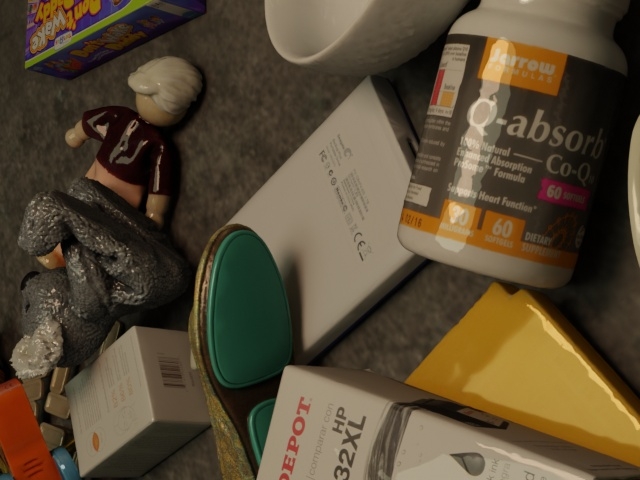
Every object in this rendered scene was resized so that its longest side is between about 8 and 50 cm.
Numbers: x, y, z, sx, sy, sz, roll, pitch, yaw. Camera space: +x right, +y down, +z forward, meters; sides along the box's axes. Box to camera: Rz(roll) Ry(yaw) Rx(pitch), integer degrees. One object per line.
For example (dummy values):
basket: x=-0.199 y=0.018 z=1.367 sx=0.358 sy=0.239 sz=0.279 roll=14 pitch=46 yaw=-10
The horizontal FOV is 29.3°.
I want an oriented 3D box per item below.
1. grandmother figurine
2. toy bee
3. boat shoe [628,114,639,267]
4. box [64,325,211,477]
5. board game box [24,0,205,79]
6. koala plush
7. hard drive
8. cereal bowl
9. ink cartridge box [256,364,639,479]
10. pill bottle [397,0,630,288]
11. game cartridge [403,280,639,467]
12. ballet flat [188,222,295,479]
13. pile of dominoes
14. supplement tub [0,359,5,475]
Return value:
grandmother figurine: x=-0.262 y=-0.097 z=1.628 sx=0.208 sy=0.104 sz=0.342 roll=38 pitch=111 yaw=16
toy bee: x=-0.376 y=0.325 z=1.569 sx=0.162 sy=0.195 sz=0.298 roll=164 pitch=104 yaw=-64
boat shoe: x=0.316 y=0.052 z=0.906 sx=0.113 sy=0.127 sz=0.340 roll=-18 pitch=71 yaw=44
box: x=-0.229 y=0.204 z=1.525 sx=0.170 sy=0.091 sz=0.130 roll=-39 pitch=56 yaw=37
board game box: x=-0.293 y=-0.388 z=1.728 sx=0.347 sy=0.078 sz=0.233 roll=-14 pitch=72 yaw=47
koala plush: x=-0.293 y=0.069 z=1.512 sx=0.203 sy=0.196 sz=0.221 roll=35 pitch=102 yaw=2
hard drive: x=0.000 y=0.000 z=1.342 sx=0.319 sy=0.040 sz=0.210 roll=-44 pitch=53 yaw=34
cereal bowl: x=0.082 y=-0.315 z=1.210 sx=0.339 sy=0.141 sz=0.339 roll=-38 pitch=43 yaw=47
ink cartridge box: x=0.091 y=0.249 z=1.004 sx=0.307 sy=0.129 sz=0.223 roll=15 pitch=92 yaw=40
pill bottle: x=0.175 y=-0.109 z=1.073 sx=0.162 sy=0.162 sz=0.278 roll=19 pitch=97 yaw=49
game cartridge: x=0.154 y=0.236 z=1.073 sx=0.323 sy=0.053 sz=0.285 roll=-50 pitch=55 yaw=19
ballet flat: x=-0.082 y=0.160 z=1.305 sx=0.123 sy=0.123 sz=0.348 roll=-15 pitch=89 yaw=47
pile of dominoes: x=-0.355 y=0.224 z=1.716 sx=0.196 sy=0.040 sz=0.251 roll=9 pitch=83 yaw=43
supplement tub: x=-0.561 y=0.279 z=1.813 sx=0.193 sy=0.194 sz=0.316 roll=-30 pitch=60 yaw=42
